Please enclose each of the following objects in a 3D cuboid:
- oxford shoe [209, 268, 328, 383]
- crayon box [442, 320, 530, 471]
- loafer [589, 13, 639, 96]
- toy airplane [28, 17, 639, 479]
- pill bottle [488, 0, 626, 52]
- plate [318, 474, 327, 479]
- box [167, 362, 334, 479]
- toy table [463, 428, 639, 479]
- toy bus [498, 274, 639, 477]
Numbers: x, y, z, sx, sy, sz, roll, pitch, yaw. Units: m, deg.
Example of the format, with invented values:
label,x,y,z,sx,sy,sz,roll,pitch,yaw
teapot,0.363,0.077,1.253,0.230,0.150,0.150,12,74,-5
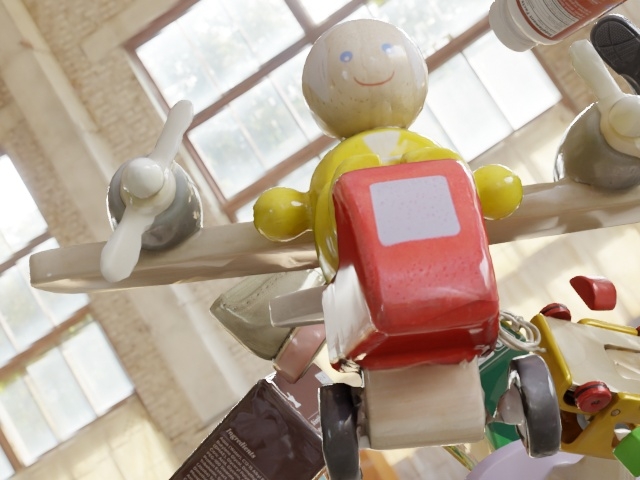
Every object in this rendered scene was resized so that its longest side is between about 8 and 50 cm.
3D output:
label,x,y,z,sx,sy,sz,roll,pitch,yaw
oxford shoe,0.000,0.000,1.356,0.140,0.146,0.397,-60,-3,38
crayon box,0.175,0.185,1.646,0.106,0.363,0.313,-35,-48,-17
loafer,0.608,-0.291,1.983,0.109,0.302,0.095,-38,2,31
toy airplane,0.047,-0.018,0.776,0.384,0.272,0.386,-1,10,44
pill bottle,0.346,-0.356,1.567,0.121,0.121,0.216,-24,-3,-39
plate,-0.076,0.461,1.940,0.188,0.188,0.024,-31,-44,-5
box,-0.121,0.338,1.432,0.381,0.143,0.191,-50,-11,14
toy table,0.324,0.345,1.359,0.274,0.252,0.161,-15,11,-21
toy bus,0.224,0.128,0.906,0.191,0.202,0.104,-32,-24,-54
